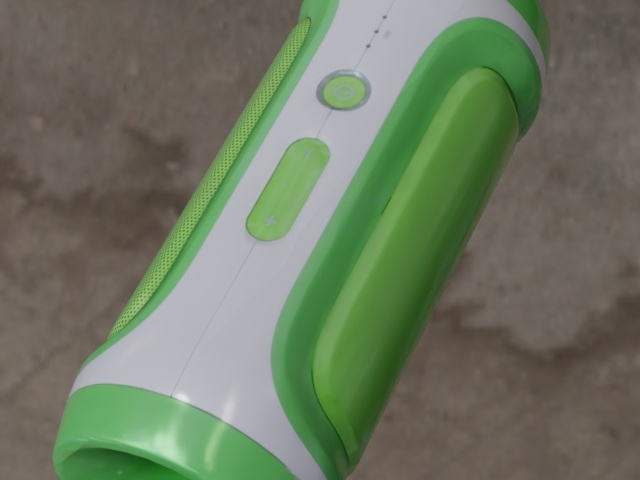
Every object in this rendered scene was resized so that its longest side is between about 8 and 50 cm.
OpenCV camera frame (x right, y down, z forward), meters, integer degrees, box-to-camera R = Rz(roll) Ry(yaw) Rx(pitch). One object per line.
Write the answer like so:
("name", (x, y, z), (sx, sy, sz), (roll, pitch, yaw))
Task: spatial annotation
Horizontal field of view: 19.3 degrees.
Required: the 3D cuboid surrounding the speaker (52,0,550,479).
("speaker", (0.000, 0.000, 0.834), (0.131, 0.296, 0.131), (21, 149, 13))
